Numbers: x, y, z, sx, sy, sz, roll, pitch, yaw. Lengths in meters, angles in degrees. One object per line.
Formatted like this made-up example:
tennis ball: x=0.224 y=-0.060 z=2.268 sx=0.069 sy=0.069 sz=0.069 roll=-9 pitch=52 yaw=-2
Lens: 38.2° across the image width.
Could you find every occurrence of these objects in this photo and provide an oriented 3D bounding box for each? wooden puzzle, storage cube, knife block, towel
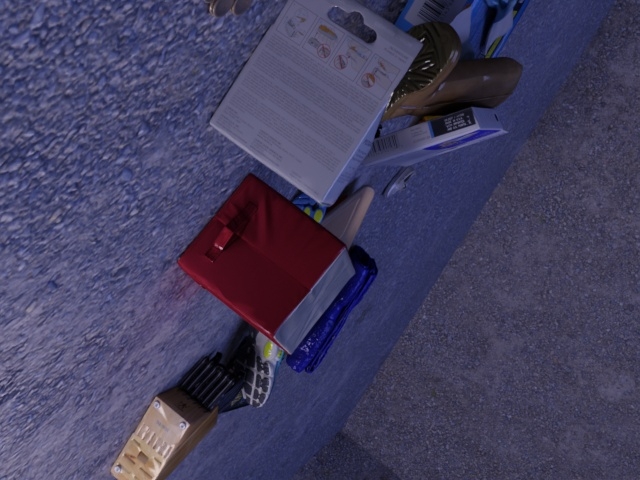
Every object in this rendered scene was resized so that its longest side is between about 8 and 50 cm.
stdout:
wooden puzzle: x=0.000 y=0.000 z=1.919 sx=0.238 sy=0.044 sz=0.221 roll=-33 pitch=156 yaw=-42
storage cube: x=-0.079 y=0.043 z=1.465 sx=0.184 sy=0.193 sz=0.215 roll=-51 pitch=166 yaw=-8
knife block: x=-0.262 y=0.355 z=1.820 sx=0.276 sy=0.088 sz=0.242 roll=-58 pitch=164 yaw=15
towel: x=0.032 y=0.167 z=2.213 sx=0.308 sy=0.076 sz=0.228 roll=-56 pitch=-177 yaw=10

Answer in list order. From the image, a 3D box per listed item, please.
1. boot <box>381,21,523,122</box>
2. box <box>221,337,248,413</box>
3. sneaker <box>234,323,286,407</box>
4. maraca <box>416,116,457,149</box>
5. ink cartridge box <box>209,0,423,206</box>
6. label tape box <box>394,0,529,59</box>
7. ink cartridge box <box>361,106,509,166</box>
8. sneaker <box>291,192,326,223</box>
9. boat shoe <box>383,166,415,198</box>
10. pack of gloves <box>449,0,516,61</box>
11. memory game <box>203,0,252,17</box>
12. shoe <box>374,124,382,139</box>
boot: x=0.215 y=-0.264 z=1.436 sx=0.269 sy=0.089 sz=0.236 roll=-10 pitch=168 yaw=-36
box: x=-0.160 y=0.296 z=2.071 sx=0.175 sy=0.051 sz=0.220 roll=-55 pitch=165 yaw=5
sneaker: x=-0.096 y=0.227 z=1.904 sx=0.110 sy=0.107 sz=0.275 roll=-10 pitch=127 yaw=-47
maraca: x=0.251 y=-0.233 z=2.046 sx=0.185 sy=0.099 sz=0.127 roll=-31 pitch=167 yaw=21
ink cartridge box: x=-0.003 y=-0.190 z=1.170 sx=0.232 sy=0.189 sz=0.066 roll=-55 pitch=166 yaw=5
label tape box: x=0.244 y=-0.375 z=1.657 sx=0.249 sy=0.115 sz=0.347 roll=-60 pitch=165 yaw=24
ink cartridge box: x=0.193 y=-0.171 z=1.549 sx=0.206 sy=0.045 sz=0.208 roll=-17 pitch=176 yaw=24
sneaker: x=-0.041 y=-0.025 z=1.710 sx=0.078 sy=0.067 sz=0.188 roll=-70 pitch=-176 yaw=-58
boat shoe: x=0.189 y=-0.135 z=2.185 sx=0.100 sy=0.035 sz=0.035 roll=-50 pitch=165 yaw=-14
pack of gloves: x=0.273 y=-0.336 z=1.526 sx=0.195 sy=0.046 sz=0.232 roll=-51 pitch=162 yaw=-6
memory game: x=-0.070 y=-0.324 z=1.006 sx=0.186 sy=0.012 sz=0.186 roll=-49 pitch=165 yaw=-17
shoe: x=0.074 y=-0.200 z=1.592 sx=0.178 sy=0.081 sz=0.064 roll=-28 pitch=152 yaw=-58
